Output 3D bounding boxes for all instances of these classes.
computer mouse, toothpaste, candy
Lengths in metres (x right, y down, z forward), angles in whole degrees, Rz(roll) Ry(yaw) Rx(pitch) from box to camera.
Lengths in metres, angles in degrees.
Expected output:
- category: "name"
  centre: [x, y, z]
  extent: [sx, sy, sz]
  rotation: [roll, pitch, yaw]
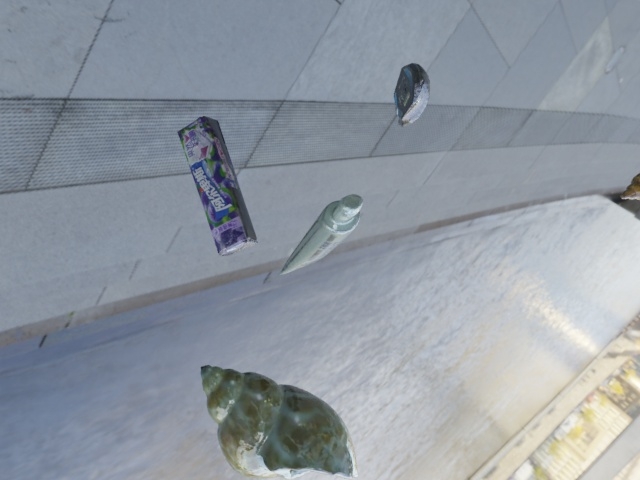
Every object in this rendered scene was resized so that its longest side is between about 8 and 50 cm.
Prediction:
- category: "computer mouse"
  centre: [0.168, -0.263, 0.882]
  extent: [0.047, 0.079, 0.135]
  rotation: [-5, 156, -13]
- category: "toothpaste"
  centre: [0.000, 0.000, 0.585]
  extent: [0.067, 0.037, 0.255]
  rotation: [-25, 171, -22]
- category: "candy"
  centre: [-0.228, -0.123, 1.076]
  extent: [0.088, 0.313, 0.061]
  rotation: [-24, 170, 19]

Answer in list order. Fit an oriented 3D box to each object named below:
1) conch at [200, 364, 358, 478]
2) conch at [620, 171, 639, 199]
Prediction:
- category: "conch"
  centre: [-0.040, 0.202, 0.520]
  extent: [0.116, 0.172, 0.106]
  rotation: [42, 58, -71]
- category: "conch"
  centre: [0.508, -0.099, 0.555]
  extent: [0.329, 0.110, 0.093]
  rotation: [-16, -176, 8]
